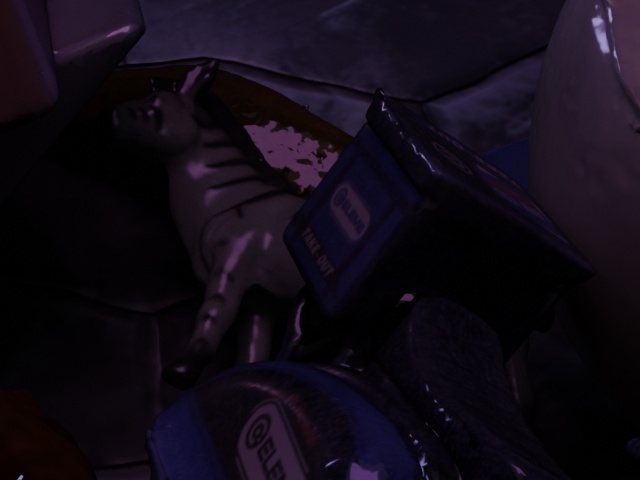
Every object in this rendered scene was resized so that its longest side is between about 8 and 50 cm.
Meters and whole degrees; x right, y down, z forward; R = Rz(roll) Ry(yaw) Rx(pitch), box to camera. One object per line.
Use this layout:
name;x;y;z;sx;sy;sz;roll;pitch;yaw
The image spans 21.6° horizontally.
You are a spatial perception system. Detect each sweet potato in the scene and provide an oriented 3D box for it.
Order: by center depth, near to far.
sweet potato;-0.068;-0.056;0.875;0.243;0.077;0.077;23;43;27

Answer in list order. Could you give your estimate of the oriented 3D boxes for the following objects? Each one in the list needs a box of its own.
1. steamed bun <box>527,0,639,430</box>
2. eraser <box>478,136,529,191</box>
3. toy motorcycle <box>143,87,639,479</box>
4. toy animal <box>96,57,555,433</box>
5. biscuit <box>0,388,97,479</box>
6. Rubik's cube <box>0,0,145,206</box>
steamed bun;0.243;-0.020;0.689;0.324;0.206;0.324;-1;53;2
eraser;0.159;-0.033;0.864;0.225;0.036;0.082;-20;40;-22
toy motorcycle;0.048;0.101;0.518;0.125;0.212;0.358;29;15;-29
toy animal;-0.001;0.003;0.762;0.217;0.073;0.176;6;58;7
biscuit;-0.207;0.165;0.435;0.395;0.166;0.342;-1;32;-28
Rubik's cube;-0.274;-0.141;0.779;0.358;0.368;0.387;-21;38;0
